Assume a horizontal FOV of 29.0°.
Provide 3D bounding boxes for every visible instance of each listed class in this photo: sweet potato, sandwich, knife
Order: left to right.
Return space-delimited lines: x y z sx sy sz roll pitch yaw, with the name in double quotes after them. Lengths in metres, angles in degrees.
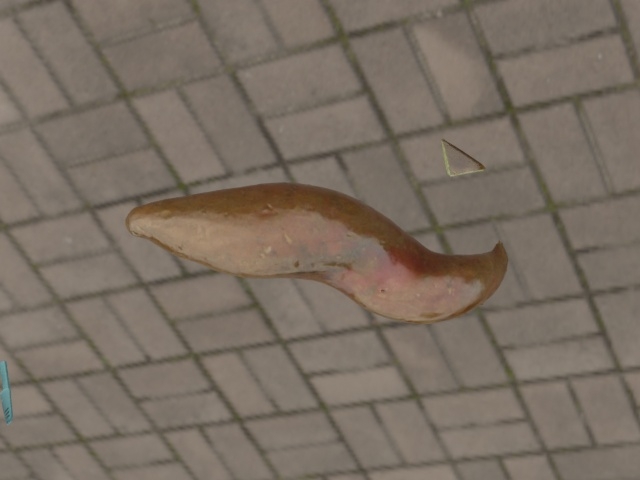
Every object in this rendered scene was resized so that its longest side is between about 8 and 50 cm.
-0.377 0.182 1.479 0.014 0.091 0.005 -25 141 7 "knife"
0.000 0.002 0.645 0.202 0.055 0.058 14 156 -4 "sweet potato"
0.210 -0.117 1.893 0.083 0.044 0.031 32 176 -3 "sandwich"
